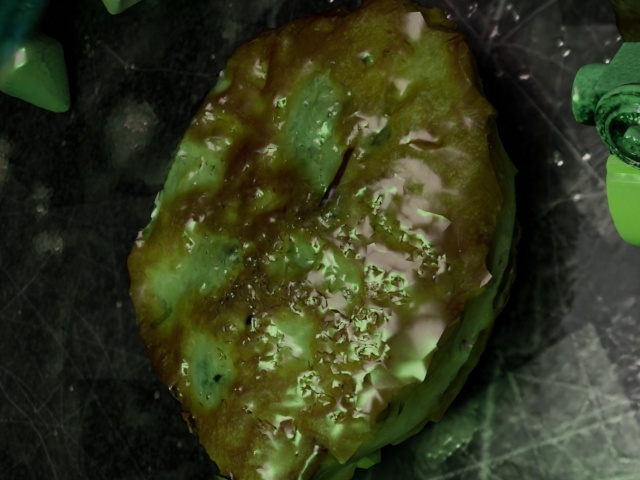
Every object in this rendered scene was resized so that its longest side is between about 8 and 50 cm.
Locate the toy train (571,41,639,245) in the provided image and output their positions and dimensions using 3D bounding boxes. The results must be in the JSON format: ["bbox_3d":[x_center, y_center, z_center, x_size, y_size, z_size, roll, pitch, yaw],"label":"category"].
[{"bbox_3d":[0.263,-0.041,0.710,0.253,0.157,0.105,8,48,36],"label":"toy train"}]

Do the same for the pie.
[{"bbox_3d":[0.000,0.000,0.926,0.288,0.103,0.354,27,94,39],"label":"pie"}]

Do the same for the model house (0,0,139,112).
[{"bbox_3d":[-0.244,-0.284,1.115,0.280,0.245,0.312,46,140,7],"label":"model house"}]

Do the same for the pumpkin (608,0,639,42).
[{"bbox_3d":[0.214,-0.162,0.772,0.254,0.130,0.149,32,101,36],"label":"pumpkin"}]
